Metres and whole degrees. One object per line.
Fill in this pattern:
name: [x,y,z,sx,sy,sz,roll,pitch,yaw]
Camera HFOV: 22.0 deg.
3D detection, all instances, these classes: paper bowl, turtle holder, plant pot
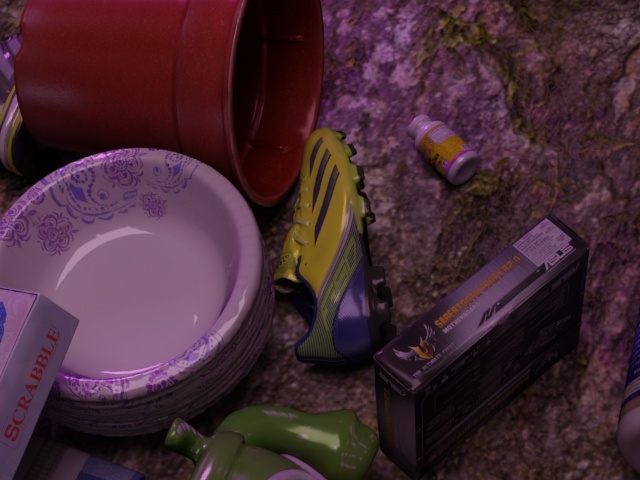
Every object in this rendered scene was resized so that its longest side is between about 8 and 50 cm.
paper bowl: [-0.185,0.061,1.636,0.284,0.148,0.284,-5,56,7]
turtle holder: [-0.061,0.295,1.450,0.227,0.243,0.320,22,19,2]
plant pot: [-0.165,-0.184,1.757,0.265,0.272,0.272,7,56,18]

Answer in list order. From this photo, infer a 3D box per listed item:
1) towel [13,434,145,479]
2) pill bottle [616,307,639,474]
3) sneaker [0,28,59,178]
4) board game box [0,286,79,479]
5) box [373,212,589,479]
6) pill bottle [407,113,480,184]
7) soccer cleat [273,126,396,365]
towel: [-0.337,0.270,1.583,0.285,0.034,0.209,15,57,13]
pill bottle: [0.376,0.096,1.569,0.153,0.153,0.265,10,57,11]
sneaker: [-0.331,-0.207,1.868,0.121,0.111,0.300,9,54,16]
board game box: [-0.408,0.183,1.518,0.318,0.066,0.319,8,69,37]
box: [0.154,0.103,1.565,0.231,0.183,0.056,-38,62,-19]
pill bottle: [0.132,-0.101,1.791,0.043,0.043,0.083,-34,59,-17]
soccer cleat: [0.000,0.000,1.706,0.121,0.093,0.289,-13,55,4]
